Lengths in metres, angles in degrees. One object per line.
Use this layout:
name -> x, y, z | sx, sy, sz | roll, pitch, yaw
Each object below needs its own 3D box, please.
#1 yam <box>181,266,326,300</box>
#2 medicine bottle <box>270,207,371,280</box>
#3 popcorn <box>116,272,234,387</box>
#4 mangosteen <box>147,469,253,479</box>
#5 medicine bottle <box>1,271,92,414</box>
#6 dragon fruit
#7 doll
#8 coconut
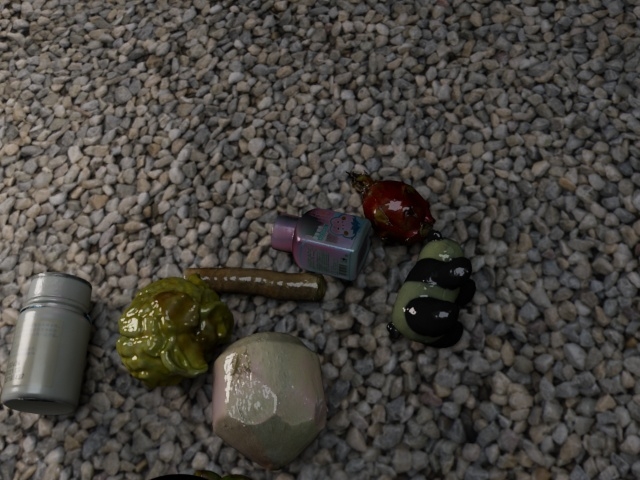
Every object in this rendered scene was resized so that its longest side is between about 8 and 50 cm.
yam -> -0.140, 0.087, 1.523 | 0.300, 0.066, 0.066 | 3, 64, 9
medicine bottle -> 0.000, 0.000, 1.520 | 0.188, 0.094, 0.119 | 13, 43, 14
popcorn -> -0.269, 0.170, 1.409 | 0.235, 0.181, 0.217 | -39, 25, -30
mangosteen -> -0.214, 0.512, 1.189 | 0.330, 0.330, 0.329 | -2, 63, 5
medicine bottle -> -0.528, 0.202, 1.460 | 0.144, 0.143, 0.257 | -1, 64, 6
dragon fruit -> 0.134, -0.081, 1.560 | 0.125, 0.125, 0.246 | -45, 50, 5
doll -> 0.224, 0.097, 1.437 | 0.135, 0.143, 0.234 | 17, 67, 21
coconut -> -0.091, 0.290, 1.333 | 0.224, 0.224, 0.233 | -7, 51, 3
